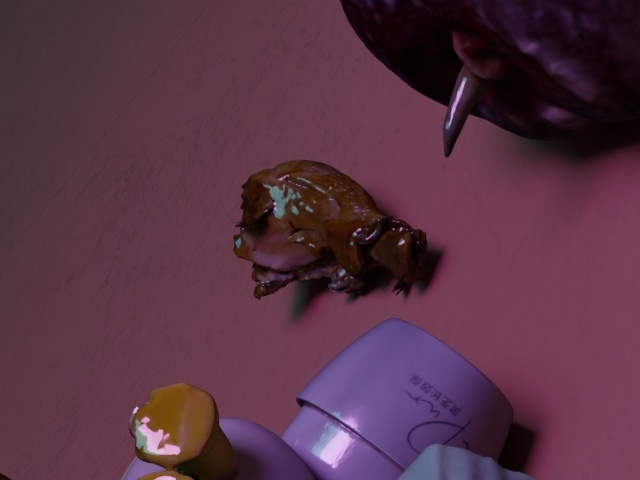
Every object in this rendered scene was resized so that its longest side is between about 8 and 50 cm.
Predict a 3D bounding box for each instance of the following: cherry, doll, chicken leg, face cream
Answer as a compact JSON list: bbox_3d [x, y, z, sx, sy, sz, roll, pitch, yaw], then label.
[{"bbox_3d":[0.141,-0.179,0.879,0.296,0.218,0.255,-54,25,-19],"label":"cherry"},{"bbox_3d":[-0.065,0.193,0.813,0.296,0.117,0.141,100,172,-52],"label":"doll"},{"bbox_3d":[0.002,-0.002,1.060,0.101,0.085,0.207,-29,26,-22],"label":"chicken leg"},{"bbox_3d":[0.043,0.110,0.828,0.104,0.117,0.117,-52,25,-11],"label":"face cream"}]

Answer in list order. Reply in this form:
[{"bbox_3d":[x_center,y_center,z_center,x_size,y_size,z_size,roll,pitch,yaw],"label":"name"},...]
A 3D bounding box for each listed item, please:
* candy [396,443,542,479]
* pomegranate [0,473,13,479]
[{"bbox_3d":[-0.005,0.306,0.692,0.263,0.172,0.398,-81,14,-57],"label":"candy"},{"bbox_3d":[-0.298,0.269,1.203,0.205,0.159,0.159,118,170,-60],"label":"pomegranate"}]
